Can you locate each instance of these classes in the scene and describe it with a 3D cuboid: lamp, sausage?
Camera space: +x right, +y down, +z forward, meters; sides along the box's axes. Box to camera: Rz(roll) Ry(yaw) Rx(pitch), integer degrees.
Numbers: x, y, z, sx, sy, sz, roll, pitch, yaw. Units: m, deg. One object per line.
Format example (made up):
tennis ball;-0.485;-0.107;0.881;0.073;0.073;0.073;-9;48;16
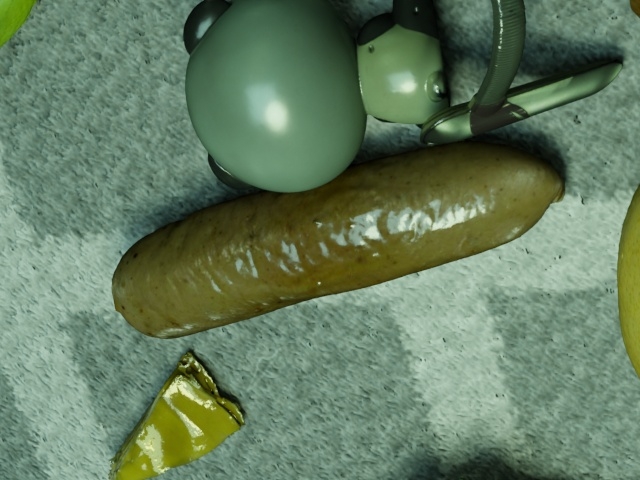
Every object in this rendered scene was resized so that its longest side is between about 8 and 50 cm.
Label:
lamp;0.184;-0.224;1.647;0.124;0.203;0.283;26;128;56
sausage;-0.001;-0.001;1.865;0.500;0.123;0.136;-17;157;28
lamp;-0.004;-0.146;1.766;0.243;0.198;0.198;-10;117;1

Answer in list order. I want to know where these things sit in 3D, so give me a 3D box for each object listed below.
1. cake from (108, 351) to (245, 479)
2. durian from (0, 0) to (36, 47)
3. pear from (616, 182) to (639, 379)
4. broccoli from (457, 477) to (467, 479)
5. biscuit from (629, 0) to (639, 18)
cake;-0.183;0.201;2.095;0.185;0.080;0.116;-14;115;33
durian;-0.346;-0.237;1.862;0.101;0.139;0.250;40;125;3
pear;0.403;0.034;1.637;0.314;0.314;0.314;10;122;16
broccoli;0.184;0.394;1.951;0.338;0.317;0.277;50;149;12
biscuit;0.370;-0.238;1.582;0.273;0.049;0.257;14;142;25
